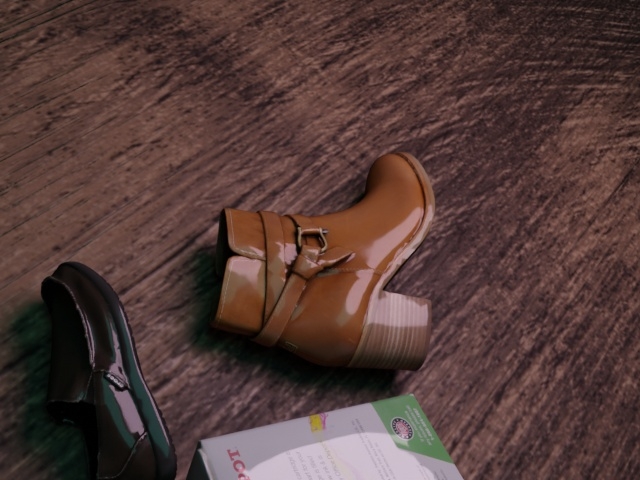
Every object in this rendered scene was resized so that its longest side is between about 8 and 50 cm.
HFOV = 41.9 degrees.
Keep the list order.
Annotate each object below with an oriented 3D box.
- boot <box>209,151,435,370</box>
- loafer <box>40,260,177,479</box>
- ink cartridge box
[{"bbox_3d":[0.000,0.000,0.878,0.220,0.109,0.284,12,59,-12],"label":"boot"},{"bbox_3d":[-0.194,0.115,0.700,0.078,0.080,0.220,-15,64,-34],"label":"loafer"},{"bbox_3d":[0.011,0.229,0.690,0.212,0.093,0.154,-5,46,-30],"label":"ink cartridge box"}]
